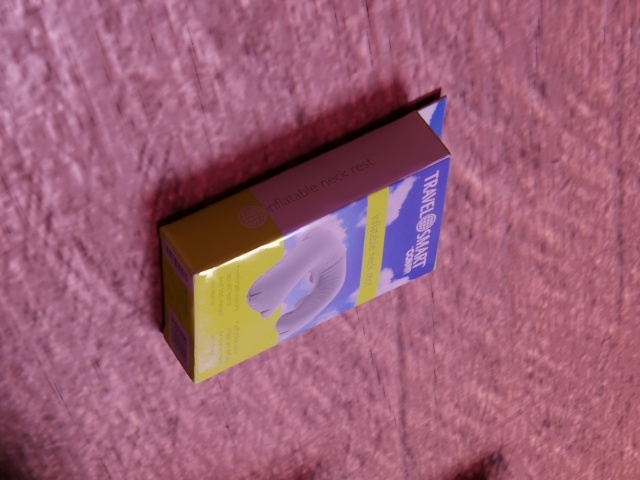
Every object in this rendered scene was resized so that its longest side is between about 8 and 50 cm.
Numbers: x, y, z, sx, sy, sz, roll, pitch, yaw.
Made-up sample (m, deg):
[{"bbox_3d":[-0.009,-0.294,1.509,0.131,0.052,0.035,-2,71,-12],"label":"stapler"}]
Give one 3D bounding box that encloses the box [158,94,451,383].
[{"bbox_3d":[0.000,0.000,1.039,0.178,0.042,0.109,-25,149,-20],"label":"box"}]
